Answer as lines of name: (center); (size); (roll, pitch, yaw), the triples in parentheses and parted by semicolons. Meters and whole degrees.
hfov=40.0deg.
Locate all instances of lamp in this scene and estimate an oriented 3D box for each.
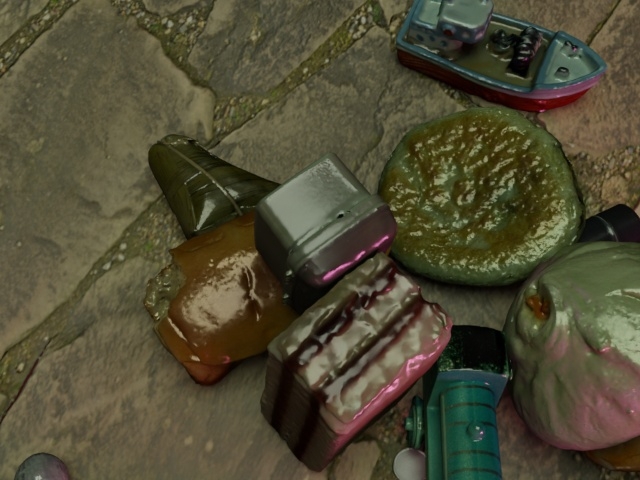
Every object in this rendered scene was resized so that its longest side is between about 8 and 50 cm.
lamp: (0.151, 0.355, 1.133); (0.050, 0.056, 0.198); (-23, 63, -8)

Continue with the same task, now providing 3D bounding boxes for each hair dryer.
hair dryer: (0.440, 0.063, 1.275); (0.124, 0.071, 0.219); (-27, 76, -11)

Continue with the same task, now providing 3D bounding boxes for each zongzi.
zongzi: (-0.142, -0.104, 1.334); (0.204, 0.094, 0.205); (-24, 66, -16)

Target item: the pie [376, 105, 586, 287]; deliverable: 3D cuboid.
pie: (0.228, -0.065, 1.311); (0.323, 0.070, 0.323); (-8, 60, 13)

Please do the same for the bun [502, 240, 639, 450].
bun: (0.328, 0.108, 1.110); (0.187, 0.293, 0.293); (39, 65, -20)

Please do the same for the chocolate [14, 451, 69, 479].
chocolate: (-0.348, 0.352, 1.120); (0.072, 0.072, 0.167); (-17, 65, -8)

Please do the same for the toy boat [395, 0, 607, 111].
toy boat: (0.292, -0.313, 1.414); (0.331, 0.133, 0.145); (21, 65, 10)

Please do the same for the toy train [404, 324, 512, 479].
toy train: (0.172, 0.264, 1.072); (0.120, 0.194, 0.298); (6, 47, -2)

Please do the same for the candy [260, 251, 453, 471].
candy: (0.032, 0.164, 1.079); (0.179, 0.321, 0.135); (-37, 74, -21)

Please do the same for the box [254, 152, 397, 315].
box: (0.000, 0.000, 1.069); (0.148, 0.210, 0.129); (-36, 79, -13)

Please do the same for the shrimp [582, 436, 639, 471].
shrimp: (0.496, 0.131, 1.095); (0.085, 0.445, 0.272); (37, 38, -28)

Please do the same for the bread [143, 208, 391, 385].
bread: (-0.076, 0.048, 1.226); (0.344, 0.149, 0.195); (-32, 68, -15)
